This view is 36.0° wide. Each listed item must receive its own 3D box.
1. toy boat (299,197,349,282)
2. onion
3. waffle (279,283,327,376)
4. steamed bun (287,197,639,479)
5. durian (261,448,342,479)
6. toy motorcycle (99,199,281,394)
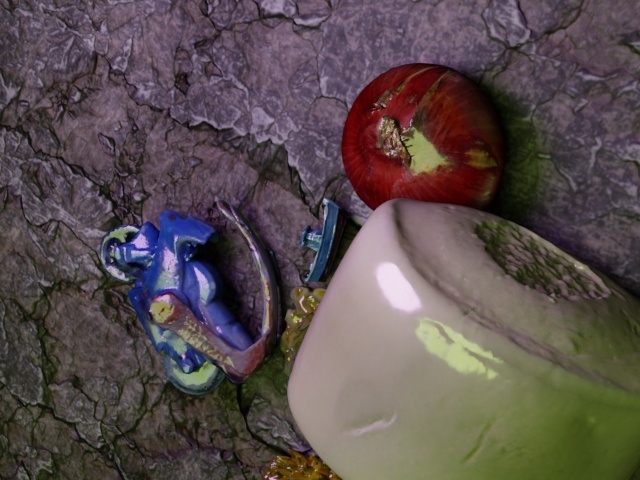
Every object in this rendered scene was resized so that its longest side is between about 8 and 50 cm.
[{"bbox_3d":[0.000,0.000,1.505,0.061,0.060,0.137,21,116,3],"label":"toy boat"},{"bbox_3d":[0.133,-0.123,1.354,0.248,0.161,0.248,28,132,37],"label":"onion"},{"bbox_3d":[0.031,0.177,1.530,0.224,0.054,0.203,6,104,29],"label":"waffle"},{"bbox_3d":[0.199,0.193,1.240,0.456,0.290,0.371,24,117,-1],"label":"steamed bun"},{"bbox_3d":[0.017,0.495,1.574,0.191,0.112,0.341,-20,88,35],"label":"durian"},{"bbox_3d":[-0.192,0.080,1.602,0.319,0.241,0.182,60,163,0],"label":"toy motorcycle"}]
